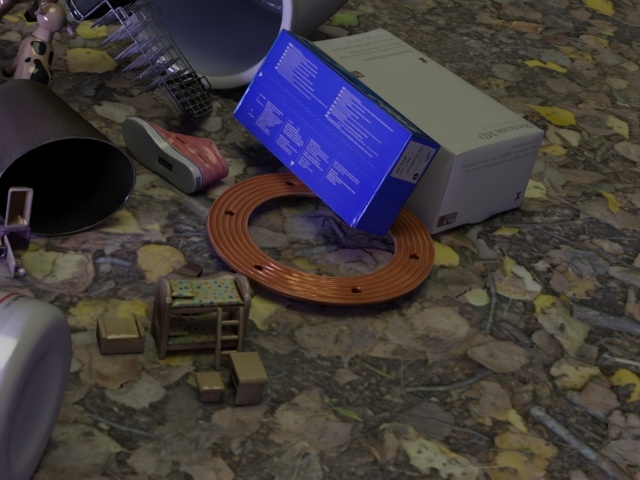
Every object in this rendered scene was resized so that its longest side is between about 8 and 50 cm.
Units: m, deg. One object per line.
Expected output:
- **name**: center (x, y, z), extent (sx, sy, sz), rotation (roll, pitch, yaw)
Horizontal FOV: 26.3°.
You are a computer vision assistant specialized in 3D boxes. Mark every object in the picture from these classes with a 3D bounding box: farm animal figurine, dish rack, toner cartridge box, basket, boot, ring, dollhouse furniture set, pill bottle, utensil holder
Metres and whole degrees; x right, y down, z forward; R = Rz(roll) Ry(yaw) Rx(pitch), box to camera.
- **farm animal figurine**: center (-0.495, -0.392, 2.169), extent (0.330, 0.172, 0.327), rotation (48, 39, -8)
- **dish rack**: center (-0.282, -0.305, 2.232), extent (0.271, 0.074, 0.208), rotation (54, 17, -4)
- **toner cartridge box**: center (0.017, -0.167, 2.063), extent (0.075, 0.165, 0.348), rotation (18, 20, -46)
- **basket**: center (-0.402, -0.129, 1.964), extent (0.204, 0.154, 0.227), rotation (-10, 35, -27)
- **boot**: center (-0.157, 0.074, 1.830), extent (0.118, 0.042, 0.087), rotation (19, 40, 14)
- **ring**: center (0.000, 0.000, 1.994), extent (0.337, 0.032, 0.336), rotation (8, 34, -5)
- **dollhouse furniture set**: center (-0.171, 0.121, 1.689), extent (0.182, 0.101, 0.161), rotation (-2, 35, -20)
- **dollhouse furniture set**: center (-0.417, -0.009, 1.805), extent (0.091, 0.114, 0.081), rotation (-3, 40, -25)
- **pill bottle**: center (-0.495, 0.125, 1.468), extent (0.408, 0.229, 0.229), rotation (15, 33, 7)
- **utensil holder**: center (-0.123, -0.479, 2.429), extent (0.328, 0.327, 0.385), rotation (21, 31, 15)

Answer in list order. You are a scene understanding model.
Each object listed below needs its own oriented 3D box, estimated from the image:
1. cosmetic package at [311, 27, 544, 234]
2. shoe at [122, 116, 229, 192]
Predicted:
- **cosmetic package**: center (0.140, -0.183, 2.200), extent (0.217, 0.156, 0.385), rotation (-19, 42, -41)
- **shoe**: center (-0.223, -0.139, 2.112), extent (0.178, 0.063, 0.081), rotation (38, 39, 27)
